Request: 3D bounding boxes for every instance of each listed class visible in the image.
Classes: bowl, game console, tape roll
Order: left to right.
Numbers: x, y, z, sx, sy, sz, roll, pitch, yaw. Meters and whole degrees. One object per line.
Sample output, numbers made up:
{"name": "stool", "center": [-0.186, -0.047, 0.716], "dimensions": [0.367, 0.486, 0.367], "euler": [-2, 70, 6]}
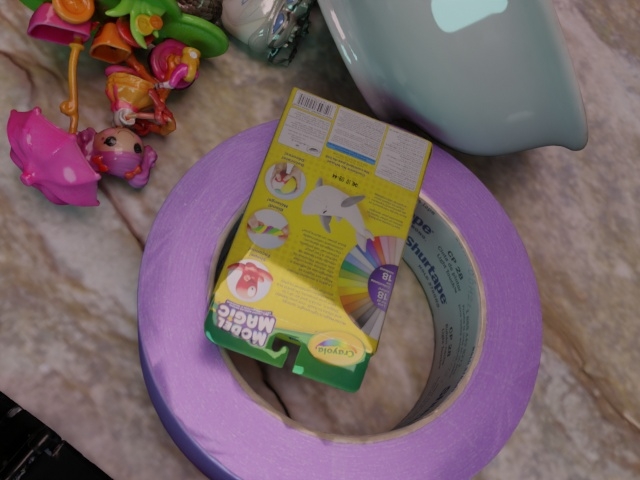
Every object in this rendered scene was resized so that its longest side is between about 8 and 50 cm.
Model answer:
{"name": "game console", "center": [-0.207, 0.174, 0.471], "dimensions": [0.107, 0.071, 0.122], "euler": [23, 61, 29]}
{"name": "tape roll", "center": [0.011, 0.051, 0.530], "dimensions": [0.274, 0.090, 0.275], "euler": [4, 68, -11]}
{"name": "bowl", "center": [0.080, -0.180, 0.569], "dimensions": [0.134, 0.298, 0.298], "euler": [-24, 73, 15]}

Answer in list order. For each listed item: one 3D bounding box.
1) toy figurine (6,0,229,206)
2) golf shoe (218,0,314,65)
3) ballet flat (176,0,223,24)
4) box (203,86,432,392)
{"name": "toy figurine", "center": [-0.160, -0.100, 0.555], "dimensions": [0.173, 0.130, 0.159], "euler": [15, 78, -34]}
{"name": "golf shoe", "center": [-0.028, -0.239, 0.650], "dimensions": [0.086, 0.069, 0.176], "euler": [26, 64, 4]}
{"name": "ballet flat", "center": [-0.177, -0.258, 0.611], "dimensions": [0.250, 0.058, 0.084], "euler": [40, 71, 14]}
{"name": "box", "center": [0.000, 0.000, 0.476], "dimensions": [0.105, 0.043, 0.179], "euler": [21, 63, -5]}
